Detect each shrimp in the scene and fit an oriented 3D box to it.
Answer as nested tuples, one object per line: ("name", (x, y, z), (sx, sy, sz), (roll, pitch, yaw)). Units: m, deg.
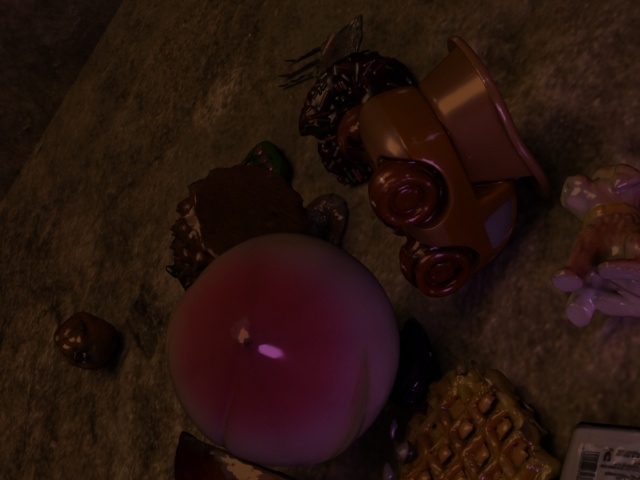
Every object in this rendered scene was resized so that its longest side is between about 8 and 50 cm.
("shrimp", (0.000, 0.000, 1.574), (0.101, 0.042, 0.190), (-28, 44, 31))

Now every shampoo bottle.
("shampoo bottle", (0.279, 0.318, 0.924), (0.153, 0.071, 0.284), (-3, 67, 53))

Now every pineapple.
("pineapple", (-0.151, 0.040, 1.598), (0.357, 0.222, 0.223), (121, 158, -56))

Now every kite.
("kite", (0.000, -0.349, 1.856), (0.229, 0.016, 0.127), (-9, 56, 48))

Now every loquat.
("loquat", (-0.485, 0.211, 2.020), (0.113, 0.137, 0.137), (-54, 33, 9))

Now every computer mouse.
("computer mouse", (0.119, 0.163, 1.280), (0.079, 0.047, 0.135), (-53, 25, 36))

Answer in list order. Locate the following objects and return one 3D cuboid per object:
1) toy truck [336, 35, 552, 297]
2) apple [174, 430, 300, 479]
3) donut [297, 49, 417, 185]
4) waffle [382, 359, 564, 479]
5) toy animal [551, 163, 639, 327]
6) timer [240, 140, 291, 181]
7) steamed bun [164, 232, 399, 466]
("toy truck", (0.152, -0.090, 1.234), (0.211, 0.288, 0.204), (-29, 38, 5))
("apple", (-0.095, 0.365, 1.337), (0.346, 0.179, 0.254), (3, 108, 56))
("donut", (0.054, -0.212, 1.600), (0.216, 0.096, 0.230), (-43, 37, 28))
("waffle", (0.173, 0.278, 1.110), (0.262, 0.060, 0.281), (-11, 59, 50))
("toy animal", (0.353, -0.008, 1.061), (0.183, 0.104, 0.185), (-4, 41, 22))
("timer", (-0.112, -0.113, 1.808), (0.128, 0.047, 0.140), (-51, 34, 14))
("steamed bun", (-0.053, 0.132, 1.195), (0.309, 0.309, 0.309), (-34, 42, 37))
